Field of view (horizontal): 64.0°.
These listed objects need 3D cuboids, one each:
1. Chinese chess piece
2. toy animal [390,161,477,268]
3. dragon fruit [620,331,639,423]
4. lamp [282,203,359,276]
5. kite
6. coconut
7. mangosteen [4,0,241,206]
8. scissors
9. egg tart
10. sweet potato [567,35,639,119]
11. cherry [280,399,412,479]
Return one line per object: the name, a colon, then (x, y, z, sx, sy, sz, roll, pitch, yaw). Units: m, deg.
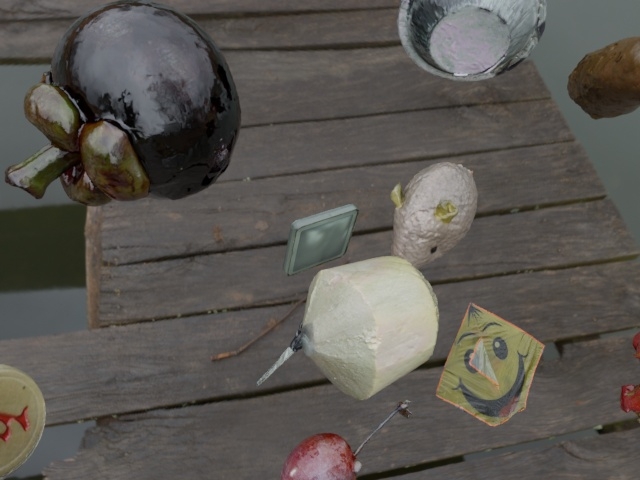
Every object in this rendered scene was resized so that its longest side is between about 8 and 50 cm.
Chinese chess piece: (-0.720, 0.391, 1.092, 0.102, 0.250, 0.250, -7, 55, 26)
toy animal: (0.306, -0.086, 1.341, 0.188, 0.227, 0.358, 22, 59, 29)
dragon fruit: (0.490, 0.144, 0.613, 0.209, 0.268, 0.205, 11, 39, -32)
lamp: (0.000, 0.000, 1.824, 0.266, 0.269, 0.047, -18, 55, -27)
kite: (0.453, 0.320, 1.364, 0.377, 0.013, 0.328, -19, 88, -21)
coconut: (0.076, 0.154, 0.941, 0.244, 0.239, 0.239, -18, 63, -32)
mangosteen: (-0.204, -0.124, 0.530, 0.250, 0.211, 0.211, -38, 71, -26)
scissors: (-0.092, 0.328, 1.515, 0.300, 0.022, 0.109, -45, 34, 3)
egg tart: (0.236, -0.341, 0.817, 0.233, 0.234, 0.094, 13, 58, 1)
sweet potato: (0.379, -0.201, 0.657, 0.113, 0.092, 0.341, 14, 18, 21)
cherry: (0.042, 0.314, 0.743, 0.225, 0.090, 0.107, -21, 109, -14)
